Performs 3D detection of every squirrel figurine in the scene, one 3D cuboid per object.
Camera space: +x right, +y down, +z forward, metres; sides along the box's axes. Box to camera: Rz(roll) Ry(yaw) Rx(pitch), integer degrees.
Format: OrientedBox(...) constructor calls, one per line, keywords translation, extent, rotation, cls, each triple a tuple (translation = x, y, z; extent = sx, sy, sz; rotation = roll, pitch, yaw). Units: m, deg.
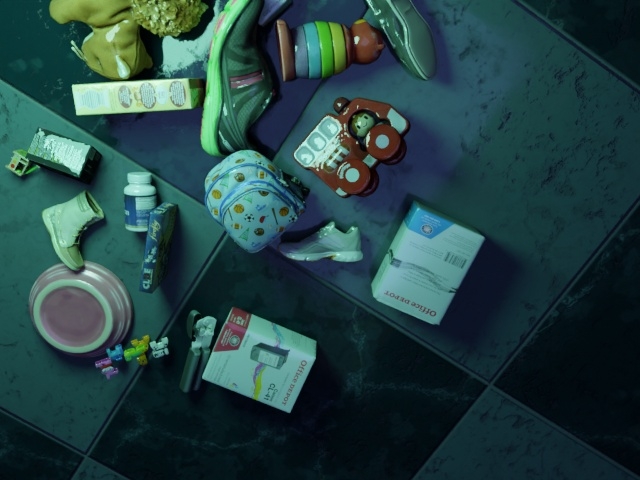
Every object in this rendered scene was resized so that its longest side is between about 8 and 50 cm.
OrientedBox(translation=(-0.511, -0.621, 1.569), extent=(0.397, 0.281, 0.370), rotation=(-7, 111, 6), cls="squirrel figurine")

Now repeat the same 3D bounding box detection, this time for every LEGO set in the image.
OrientedBox(translation=(-0.602, 0.380, 1.921), extent=(0.227, 0.087, 0.093), rotation=(-18, 115, -18), cls="LEGO set")

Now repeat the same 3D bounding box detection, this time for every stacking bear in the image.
OrientedBox(translation=(0.030, -0.536, 1.639), extent=(0.289, 0.175, 0.164), rotation=(-8, 108, -5), cls="stacking bear")

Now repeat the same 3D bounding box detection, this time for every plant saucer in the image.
OrientedBox(translation=(-0.773, 0.230, 1.892), extent=(0.332, 0.084, 0.332), rotation=(0, 105, 2), cls="plant saucer")

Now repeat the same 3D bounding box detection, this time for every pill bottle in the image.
OrientedBox(translation=(-0.543, -0.118, 1.788), extent=(0.094, 0.094, 0.169), rotation=(3, 105, 0), cls="pill bottle")

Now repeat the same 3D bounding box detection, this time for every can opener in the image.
OrientedBox(translation=(-0.404, 0.362, 1.934), extent=(0.074, 0.093, 0.280), rotation=(-2, 112, -45), cls="can opener")

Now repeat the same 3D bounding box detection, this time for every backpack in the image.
OrientedBox(translation=(-0.202, -0.115, 1.705), extent=(0.276, 0.213, 0.263), rotation=(-40, 115, 10), cls="backpack")

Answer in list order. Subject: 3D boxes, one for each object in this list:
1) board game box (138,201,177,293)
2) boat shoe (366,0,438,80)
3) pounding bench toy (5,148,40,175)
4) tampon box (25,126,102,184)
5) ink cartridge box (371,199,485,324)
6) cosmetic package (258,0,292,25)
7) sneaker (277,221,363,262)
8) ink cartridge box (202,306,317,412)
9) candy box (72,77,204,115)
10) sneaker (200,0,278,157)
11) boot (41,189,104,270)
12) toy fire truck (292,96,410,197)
OrientedBox(translation=(-0.488, 0.018, 1.788), extent=(0.042, 0.165, 0.243), rotation=(12, 104, -2), cls="board game box")
OrientedBox(translation=(0.224, -0.599, 1.658), extent=(0.112, 0.095, 0.335), rotation=(-38, 108, -26), cls="boat shoe")
OrientedBox(translation=(-0.890, -0.224, 1.787), extent=(0.083, 0.052, 0.065), rotation=(33, 103, -8), cls="pounding bench toy")
OrientedBox(translation=(-0.746, -0.245, 1.732), extent=(0.161, 0.120, 0.101), rotation=(20, 83, -5), cls="tampon box")
OrientedBox(translation=(0.319, 0.067, 1.804), extent=(0.223, 0.129, 0.307), rotation=(24, 104, -6), cls="ink cartridge box")
OrientedBox(translation=(-0.194, -0.716, 1.627), extent=(0.117, 0.085, 0.231), rotation=(-40, 100, 11), cls="cosmetic package")
OrientedBox(translation=(0.000, 0.000, 1.820), extent=(0.263, 0.099, 0.121), rotation=(1, 98, -7), cls="sneaker")
OrientedBox(translation=(-0.191, 0.381, 1.899), extent=(0.306, 0.131, 0.226), rotation=(23, 104, -4), cls="ink cartridge box")
OrientedBox(translation=(-0.500, -0.405, 1.664), extent=(0.317, 0.183, 0.087), rotation=(-2, 106, 2), cls="candy box")
OrientedBox(translation=(-0.212, -0.458, 1.648), extent=(0.202, 0.185, 0.482), rotation=(7, 123, -13), cls="sneaker")
OrientedBox(translation=(-0.736, -0.030, 1.816), extent=(0.165, 0.077, 0.213), rotation=(-25, 89, 5), cls="boot")
OrientedBox(translation=(0.095, -0.279, 1.711), extent=(0.254, 0.169, 0.302), rotation=(43, 101, 9), cls="toy fire truck")
